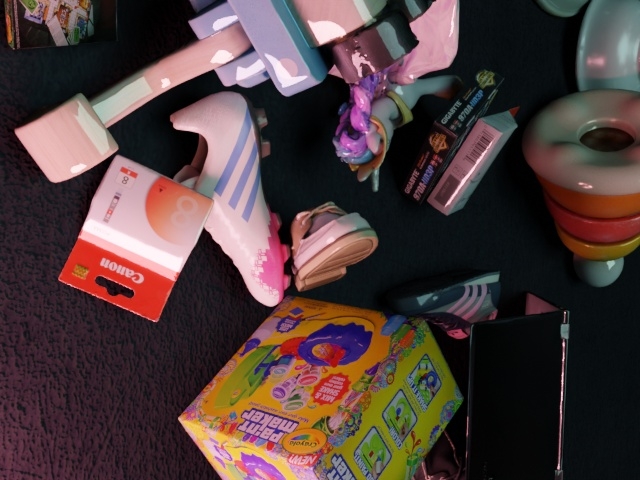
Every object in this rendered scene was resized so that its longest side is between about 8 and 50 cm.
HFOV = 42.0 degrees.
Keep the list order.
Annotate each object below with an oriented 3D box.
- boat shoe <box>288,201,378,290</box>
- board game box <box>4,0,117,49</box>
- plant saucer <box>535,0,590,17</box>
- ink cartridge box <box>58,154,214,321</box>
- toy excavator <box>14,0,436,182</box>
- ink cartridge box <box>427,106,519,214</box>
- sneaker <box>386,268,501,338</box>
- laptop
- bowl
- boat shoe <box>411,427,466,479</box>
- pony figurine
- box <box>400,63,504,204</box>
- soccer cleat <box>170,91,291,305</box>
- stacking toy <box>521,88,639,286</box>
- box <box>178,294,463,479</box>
[{"bbox_3d":[0.000,0.000,1.236,0.113,0.302,0.103,-16,81,-17],"label":"boat shoe"},{"bbox_3d":[-0.306,-0.359,0.976,0.136,0.030,0.260,-12,124,-32],"label":"board game box"},{"bbox_3d":[0.566,-0.702,1.836,0.400,0.100,0.401,-5,97,-45],"label":"plant saucer"},{"bbox_3d":[-0.242,-0.003,1.098,0.145,0.045,0.179,25,74,-12],"label":"ink cartridge box"},{"bbox_3d":[-0.118,-0.255,1.060,0.222,0.445,0.433,58,31,-22],"label":"toy excavator"},{"bbox_3d":[0.310,-0.153,1.566,0.232,0.066,0.189,-18,143,-54],"label":"ink cartridge box"},{"bbox_3d":[0.249,0.133,1.598,0.318,0.112,0.131,-8,98,-43],"label":"sneaker"},{"bbox_3d":[0.372,0.319,1.705,0.236,0.408,0.382,1,95,-2],"label":"laptop"},{"bbox_3d":[0.725,-0.443,1.972,0.297,0.134,0.298,-19,115,-47],"label":"bowl"},{"bbox_3d":[0.258,0.482,1.643,0.127,0.113,0.340,-31,115,-39],"label":"boat shoe"},{"bbox_3d":[0.113,-0.301,1.340,0.363,0.302,0.351,-50,136,-48],"label":"pony figurine"},{"bbox_3d":[0.234,-0.185,1.497,0.175,0.051,0.220,-49,170,-29],"label":"box"},{"bbox_3d":[-0.137,-0.049,1.214,0.143,0.116,0.332,-16,111,-17],"label":"soccer cleat"},{"bbox_3d":[0.634,-0.066,1.881,0.350,0.350,0.480,-45,140,-32],"label":"stacking toy"},{"bbox_3d":[0.003,0.252,1.240,0.279,0.289,0.177,-48,125,-31],"label":"box"}]
